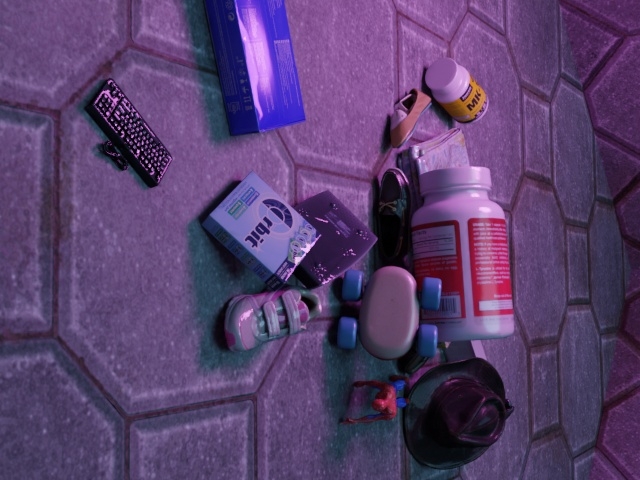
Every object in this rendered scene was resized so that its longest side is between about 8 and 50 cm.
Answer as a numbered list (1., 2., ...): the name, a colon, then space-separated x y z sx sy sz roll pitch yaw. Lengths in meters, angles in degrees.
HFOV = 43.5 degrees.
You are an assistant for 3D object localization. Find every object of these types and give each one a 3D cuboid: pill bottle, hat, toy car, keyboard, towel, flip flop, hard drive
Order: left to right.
1. keyboard: -0.311 -0.165 1.309 0.180 0.023 0.108 55 45 -37
2. hard drive: 0.000 0.000 1.660 0.172 0.054 0.254 44 36 6
3. toy car: 0.162 0.183 1.877 0.238 0.219 0.210 71 25 -75
4. flip flop: 0.271 0.216 2.086 0.112 0.080 0.277 54 55 -70
5. towel: 0.343 -0.106 2.222 0.320 0.090 0.375 -30 112 -52
6. pill bottle: 0.387 -0.426 2.288 0.208 0.119 0.119 30 63 -51
7. pill bottle: 0.339 0.036 1.947 0.229 0.229 0.408 5 80 -56
8. hat: 0.383 0.467 2.079 0.331 0.134 0.331 -5 101 -26

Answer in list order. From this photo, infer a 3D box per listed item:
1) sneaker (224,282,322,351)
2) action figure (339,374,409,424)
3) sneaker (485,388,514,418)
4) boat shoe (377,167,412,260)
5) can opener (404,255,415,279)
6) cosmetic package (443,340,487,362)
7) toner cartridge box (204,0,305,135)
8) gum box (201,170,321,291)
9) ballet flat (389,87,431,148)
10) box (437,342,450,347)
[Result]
1. sneaker: -0.086 0.139 1.537 0.252 0.111 0.103 -31 113 -53
2. action figure: 0.126 0.368 1.873 0.280 0.139 0.092 20 66 -77
3. sneaker: 0.430 0.424 2.226 0.286 0.130 0.109 41 14 -33
4. boat shoe: 0.180 -0.065 1.979 0.068 0.081 0.228 -18 105 -59
5. can opener: 0.229 0.159 2.036 0.074 0.093 0.280 51 52 -42
6. cosmetic package: 0.420 0.347 2.290 0.060 0.098 0.239 -53 130 -47
7. toner cartridge box: -0.130 -0.387 1.550 0.165 0.075 0.348 -25 109 -55
8. gum box: -0.108 -0.020 1.506 0.184 0.041 0.157 42 46 -5
9. ballet flat: 0.218 -0.320 2.086 0.073 0.080 0.232 44 44 -10
10. box: 0.358 0.198 2.245 0.232 0.058 0.087 -51 127 -46
